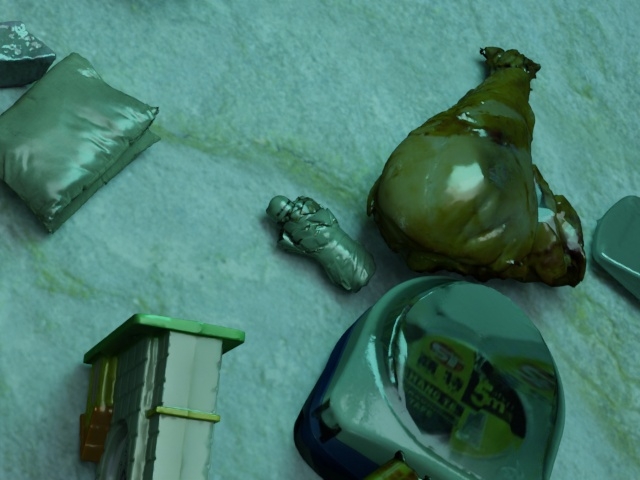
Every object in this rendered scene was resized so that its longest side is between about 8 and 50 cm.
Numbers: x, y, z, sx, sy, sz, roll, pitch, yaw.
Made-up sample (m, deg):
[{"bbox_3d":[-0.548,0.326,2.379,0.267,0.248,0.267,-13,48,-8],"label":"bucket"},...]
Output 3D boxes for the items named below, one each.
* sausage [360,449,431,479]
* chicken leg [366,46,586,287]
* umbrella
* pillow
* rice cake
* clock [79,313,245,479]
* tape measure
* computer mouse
[{"bbox_3d":[-0.016,0.344,1.423,0.317,0.125,0.117,-33,43,-8],"label":"sausage"},{"bbox_3d":[0.213,-0.074,1.725,0.295,0.182,0.409,41,40,-17],"label":"chicken leg"},{"bbox_3d":[0.000,0.000,1.635,0.143,0.062,0.067,38,88,-5],"label":"umbrella"},{"bbox_3d":[-0.271,-0.105,1.546,0.134,0.078,0.181,41,61,1],"label":"pillow"},{"bbox_3d":[-0.455,-0.180,1.497,0.365,0.072,0.056,-10,69,-27],"label":"rice cake"},{"bbox_3d":[-0.165,0.217,1.373,0.106,0.220,0.255,11,71,-18],"label":"clock"},{"bbox_3d":[0.136,0.174,1.570,0.259,0.138,0.262,33,58,-10],"label":"tape measure"},{"bbox_3d":[0.439,0.039,1.806,0.231,0.079,0.128,32,54,10],"label":"computer mouse"}]
